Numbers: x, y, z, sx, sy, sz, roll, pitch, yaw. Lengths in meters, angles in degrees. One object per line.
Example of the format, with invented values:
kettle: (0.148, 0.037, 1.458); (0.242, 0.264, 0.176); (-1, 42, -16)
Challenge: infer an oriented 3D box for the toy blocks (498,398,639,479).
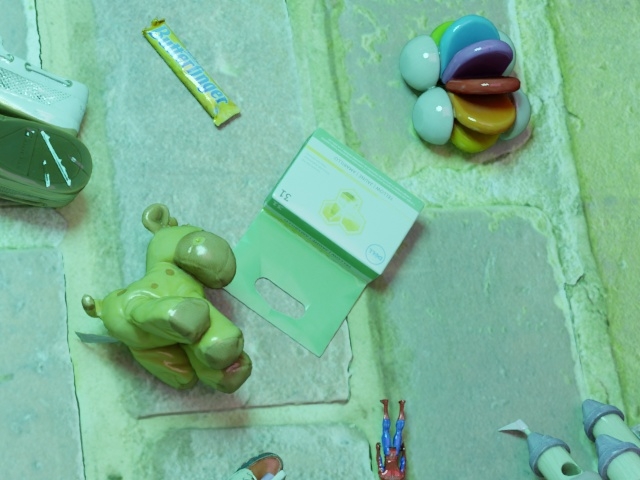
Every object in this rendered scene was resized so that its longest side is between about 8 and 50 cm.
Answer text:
toy blocks: (0.401, 0.253, 1.670); (0.289, 0.309, 0.260); (-15, 36, -15)

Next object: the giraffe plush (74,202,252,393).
giraffe plush: (-0.160, 0.057, 1.597); (0.210, 0.181, 0.170); (13, 58, 21)

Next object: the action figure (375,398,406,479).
action figure: (0.086, 0.252, 1.679); (0.038, 0.030, 0.115); (5, 76, -12)

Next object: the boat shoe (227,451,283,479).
boat shoe: (-0.093, 0.291, 1.597); (0.137, 0.043, 0.049); (-36, 85, -26)

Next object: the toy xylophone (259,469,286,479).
toy xylophone: (-0.009, 0.432, 1.558); (0.323, 0.081, 0.236); (40, 66, -4)

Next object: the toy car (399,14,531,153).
toy car: (0.200, -0.212, 1.805); (0.159, 0.136, 0.182); (-7, 76, -20)

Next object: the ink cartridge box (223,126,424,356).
ink cartridge box: (0.000, 0.000, 1.716); (0.171, 0.056, 0.235); (36, 64, -5)

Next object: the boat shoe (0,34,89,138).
boat shoe: (-0.404, -0.203, 1.622); (0.277, 0.098, 0.096); (26, 66, -20)

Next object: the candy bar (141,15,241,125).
candy bar: (-0.165, -0.214, 1.746); (0.040, 0.018, 0.161); (-39, 89, -25)

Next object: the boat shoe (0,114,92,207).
boat shoe: (-0.415, -0.111, 1.581); (0.302, 0.098, 0.109); (20, 63, -17)
